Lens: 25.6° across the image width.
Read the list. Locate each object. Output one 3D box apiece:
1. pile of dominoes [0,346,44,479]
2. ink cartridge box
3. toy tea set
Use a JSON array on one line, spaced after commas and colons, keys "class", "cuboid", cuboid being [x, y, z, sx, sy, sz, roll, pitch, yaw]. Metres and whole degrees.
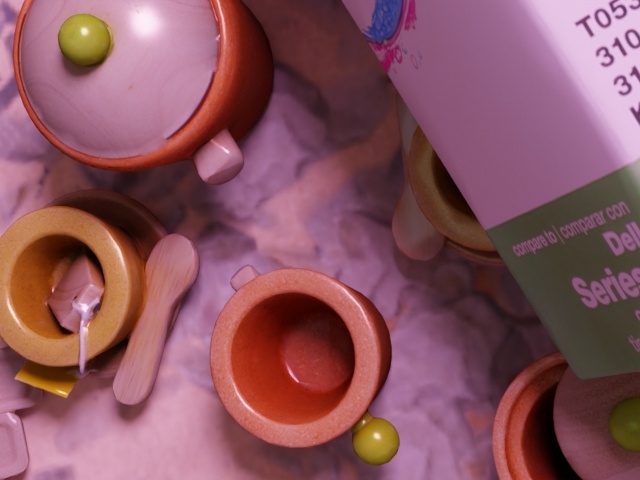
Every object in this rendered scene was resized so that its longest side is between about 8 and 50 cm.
[{"class": "pile of dominoes", "cuboid": [-0.239, 0.155, 0.646, 0.196, 0.040, 0.251, 9, 84, -5]}, {"class": "ink cartridge box", "cuboid": [0.109, -0.126, 0.461, 0.201, 0.117, 0.278, -32, 90, -17]}, {"class": "toy tea set", "cuboid": [0.000, 0.000, 0.551, 0.336, 0.124, 0.200, 16, 94, 17]}]
